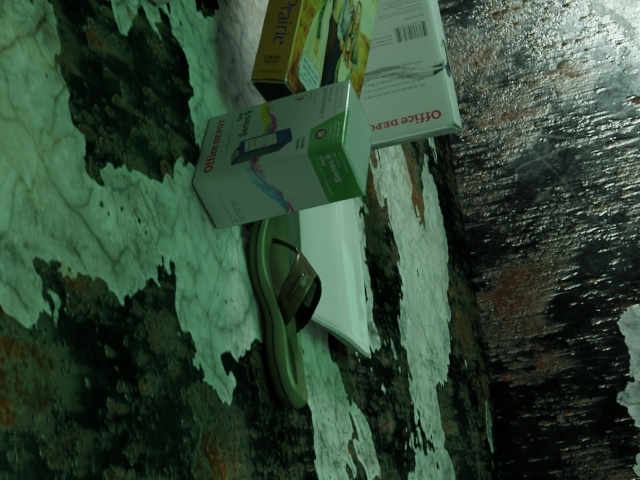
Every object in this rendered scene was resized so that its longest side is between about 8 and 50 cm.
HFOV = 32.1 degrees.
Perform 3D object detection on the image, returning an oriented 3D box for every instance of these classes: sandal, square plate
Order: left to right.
[{"bbox_3d":[-0.037,0.087,1.594,0.120,0.086,0.303,12,67,-73],"label":"sandal"},{"bbox_3d":[0.000,0.000,1.857,0.344,0.049,0.347,41,40,-64],"label":"square plate"}]

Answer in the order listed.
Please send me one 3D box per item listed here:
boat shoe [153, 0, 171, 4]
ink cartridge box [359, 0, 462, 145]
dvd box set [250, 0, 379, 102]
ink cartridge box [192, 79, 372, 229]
[{"bbox_3d":[-0.215,-0.424,1.321,0.319,0.099,0.116,62,23,-46],"label":"boat shoe"},{"bbox_3d":[0.158,-0.360,2.344,0.129,0.223,0.307,1,78,-75],"label":"ink cartridge box"},{"bbox_3d":[0.012,-0.369,1.746,0.307,0.062,0.420,48,51,-63],"label":"dvd box set"},{"bbox_3d":[-0.048,-0.112,1.472,0.154,0.212,0.093,-81,151,-49],"label":"ink cartridge box"}]
